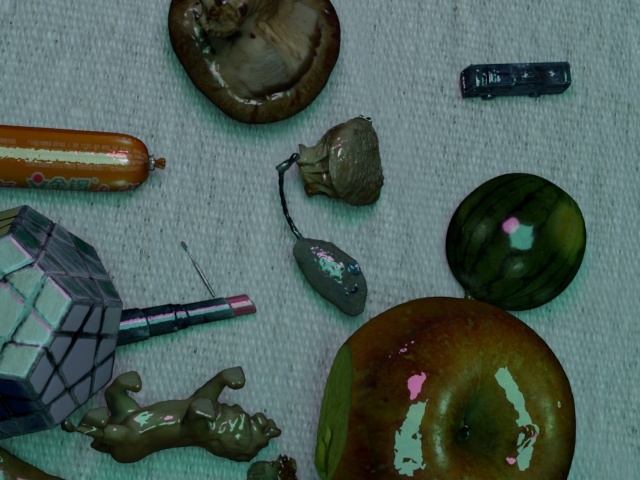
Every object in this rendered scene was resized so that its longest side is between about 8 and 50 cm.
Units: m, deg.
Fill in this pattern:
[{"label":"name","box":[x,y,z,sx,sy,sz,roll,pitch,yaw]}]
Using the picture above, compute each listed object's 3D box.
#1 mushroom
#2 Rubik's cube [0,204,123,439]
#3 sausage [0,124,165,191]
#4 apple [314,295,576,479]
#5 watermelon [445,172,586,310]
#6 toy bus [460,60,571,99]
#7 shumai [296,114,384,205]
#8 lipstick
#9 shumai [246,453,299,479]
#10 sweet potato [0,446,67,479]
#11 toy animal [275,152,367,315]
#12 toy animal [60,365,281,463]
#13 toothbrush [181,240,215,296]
[{"label":"mushroom","box":[-0.087,-0.309,1.907,0.267,0.254,0.267,-4,99,-26]},{"label":"Rubik's cube","box":[-0.424,0.112,1.740,0.319,0.319,0.264,10,52,-5]},{"label":"sausage","box":[-0.382,-0.118,1.879,0.312,0.093,0.093,4,79,-7]},{"label":"apple","box":[0.152,0.264,1.750,0.374,0.374,0.384,39,72,1]},{"label":"watermelon","box":[0.294,0.005,1.924,0.232,0.127,0.204,-40,90,-7]},{"label":"toy bus","box":[0.302,-0.250,2.003,0.165,0.065,0.047,-3,81,-9]},{"label":"shumai","box":[0.023,-0.117,1.927,0.116,0.145,0.146,3,76,32]},{"label":"lipstick","box":[-0.208,0.114,1.878,0.234,0.053,0.053,-9,81,-11]},{"label":"shumai","box":[-0.064,0.348,1.835,0.082,0.080,0.083,-30,86,-10]},{"label":"sweet potato","box":[-0.492,0.311,1.784,0.354,0.095,0.106,13,33,-6]},{"label":"toy animal","box":[-0.009,0.001,1.908,0.079,0.070,0.253,-30,90,-11]},{"label":"toy animal","box":[-0.203,0.261,1.796,0.312,0.158,0.097,-4,41,-14]},{"label":"toothbrush","box":[-0.181,0.042,1.915,0.006,0.008,0.097,-31,85,2]}]
